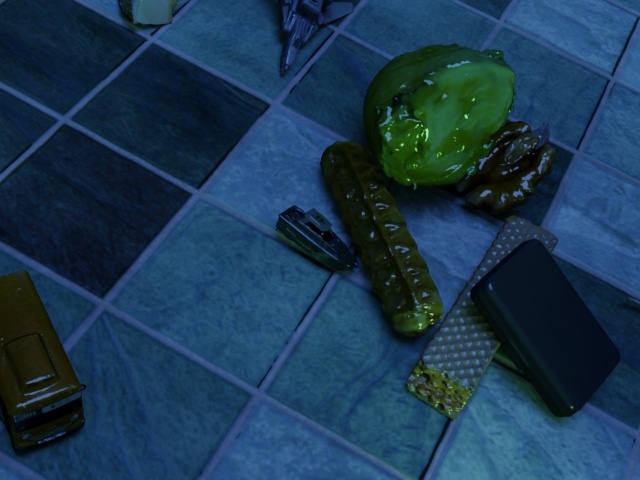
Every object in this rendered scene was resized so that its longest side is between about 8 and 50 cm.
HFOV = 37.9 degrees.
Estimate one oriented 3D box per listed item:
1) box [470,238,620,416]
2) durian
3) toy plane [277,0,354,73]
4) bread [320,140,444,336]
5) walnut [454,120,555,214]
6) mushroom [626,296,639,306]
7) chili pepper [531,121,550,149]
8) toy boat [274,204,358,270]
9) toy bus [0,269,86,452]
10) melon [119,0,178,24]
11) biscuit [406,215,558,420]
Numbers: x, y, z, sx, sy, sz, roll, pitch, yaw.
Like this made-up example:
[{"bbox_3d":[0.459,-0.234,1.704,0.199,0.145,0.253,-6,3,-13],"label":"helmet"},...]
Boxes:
[{"bbox_3d":[0.329,0.124,1.354,0.160,0.050,0.230,-36,91,-38],"label":"box"},{"bbox_3d":[0.185,-0.213,1.521,0.256,0.204,0.339,-24,18,-1],"label":"durian"},{"bbox_3d":[-0.033,-0.412,1.694,0.212,0.088,0.267,29,49,-23],"label":"toy plane"},{"bbox_3d":[0.089,-0.013,1.427,0.077,0.084,0.367,32,28,-52],"label":"bread"},{"bbox_3d":[0.303,-0.115,1.550,0.170,0.069,0.143,-36,66,-5],"label":"walnut"},{"bbox_3d":[0.626,0.161,1.468,0.306,0.043,0.068,16,33,-1],"label":"mushroom"},{"bbox_3d":[0.354,-0.155,1.630,0.153,0.041,0.050,-41,91,-30],"label":"chili pepper"},{"bbox_3d":[0.000,0.000,1.409,0.141,0.060,0.055,38,29,9],"label":"toy boat"},{"bbox_3d":[-0.368,0.146,1.156,0.098,0.114,0.201,-19,60,-26],"label":"toy bus"},{"bbox_3d":[-0.294,-0.474,1.664,0.093,0.139,0.202,16,44,-32],"label":"melon"},{"bbox_3d":[0.249,0.098,1.399,0.094,0.054,0.378,32,52,10],"label":"biscuit"}]
